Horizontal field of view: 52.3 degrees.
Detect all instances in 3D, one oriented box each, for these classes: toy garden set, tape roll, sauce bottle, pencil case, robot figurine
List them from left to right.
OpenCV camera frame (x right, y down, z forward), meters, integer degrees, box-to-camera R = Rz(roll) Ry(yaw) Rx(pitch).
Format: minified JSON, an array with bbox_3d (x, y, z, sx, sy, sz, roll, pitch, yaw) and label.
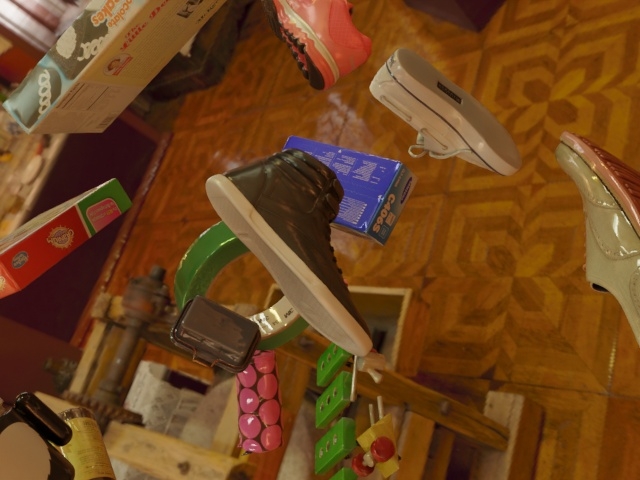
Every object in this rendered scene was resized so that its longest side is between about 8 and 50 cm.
[{"bbox_3d":[-0.478,0.346,0.953,0.174,0.278,0.209,-41,10,1],"label":"robot figurine"},{"bbox_3d":[-0.452,0.484,1.268,0.111,0.111,0.344,-48,47,8],"label":"sauce bottle"},{"bbox_3d":[-0.135,0.094,1.346,0.321,0.321,0.077,-48,41,8],"label":"tape roll"},{"bbox_3d":[-0.132,0.332,1.351,0.098,0.095,0.209,-3,90,28],"label":"pencil case"},{"bbox_3d":[0.050,0.231,0.875,0.203,0.049,0.244,121,157,-48],"label":"toy garden set"}]

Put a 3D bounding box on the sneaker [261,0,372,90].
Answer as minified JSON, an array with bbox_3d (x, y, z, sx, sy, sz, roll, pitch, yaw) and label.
[{"bbox_3d":[-0.014,-0.409,1.185,0.136,0.116,0.313,-27,67,-7],"label":"sneaker"}]

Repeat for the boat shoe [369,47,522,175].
[{"bbox_3d":[0.253,-0.236,1.388,0.156,0.367,0.135,-41,22,42],"label":"boat shoe"}]

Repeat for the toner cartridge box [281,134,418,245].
[{"bbox_3d":[0.029,-0.117,1.422,0.348,0.075,0.165,22,83,43],"label":"toner cartridge box"}]

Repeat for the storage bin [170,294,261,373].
[{"bbox_3d":[-0.160,0.143,0.997,0.098,0.135,0.091,-64,3,-22],"label":"storage bin"}]

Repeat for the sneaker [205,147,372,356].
[{"bbox_3d":[0.000,0.000,0.832,0.147,0.295,0.104,-37,-8,-24],"label":"sneaker"}]

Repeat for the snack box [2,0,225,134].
[{"bbox_3d":[-0.272,-0.276,0.910,0.322,0.060,0.187,-41,-1,16],"label":"snack box"}]

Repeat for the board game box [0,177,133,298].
[{"bbox_3d":[-0.524,0.012,1.178,0.242,0.064,0.316,-19,20,29],"label":"board game box"}]

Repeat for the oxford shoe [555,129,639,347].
[{"bbox_3d":[0.406,-0.011,0.908,0.146,0.141,0.397,-53,29,31],"label":"oxford shoe"}]
